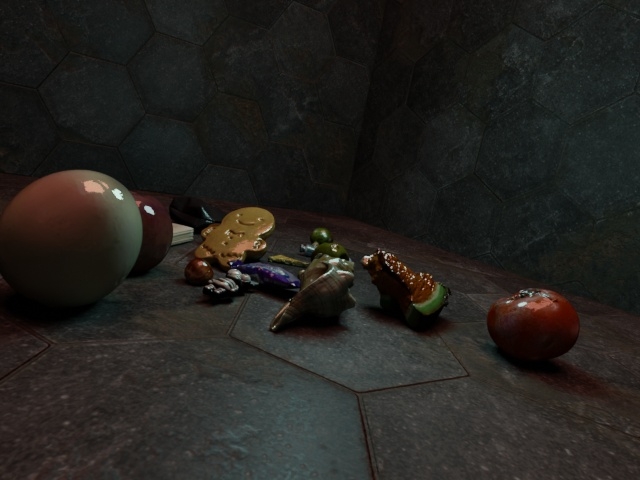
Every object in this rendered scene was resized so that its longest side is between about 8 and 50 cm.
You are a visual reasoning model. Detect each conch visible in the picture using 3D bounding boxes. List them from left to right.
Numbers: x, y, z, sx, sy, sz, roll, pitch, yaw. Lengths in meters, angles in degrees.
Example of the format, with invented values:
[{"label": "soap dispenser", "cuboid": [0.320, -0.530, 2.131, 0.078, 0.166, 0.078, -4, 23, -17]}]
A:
[{"label": "conch", "cuboid": [0.016, 0.147, 1.162, 0.170, 0.203, 0.386, 35, 35, -1]}]

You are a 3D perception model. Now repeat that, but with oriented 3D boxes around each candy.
[{"label": "candy", "cuboid": [-0.169, 0.114, 1.359, 0.276, 0.070, 0.145, 17, 1, 20]}]

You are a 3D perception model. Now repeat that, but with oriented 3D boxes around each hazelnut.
[{"label": "hazelnut", "cuboid": [-0.373, 0.095, 1.276, 0.086, 0.085, 0.086, 11, 9, -2]}]

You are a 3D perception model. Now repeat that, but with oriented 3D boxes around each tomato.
[{"label": "tomato", "cuboid": [0.582, 0.238, 1.157, 0.232, 0.188, 0.232, -19, -4, -1]}]

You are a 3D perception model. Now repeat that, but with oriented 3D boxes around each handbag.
[{"label": "handbag", "cuboid": [-0.571, -0.117, 2.136, 0.343, 0.152, 0.288, 20, 2, 43]}]

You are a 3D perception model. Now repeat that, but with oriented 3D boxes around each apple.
[{"label": "apple", "cuboid": [-0.605, -0.032, 1.276, 0.306, 0.234, 0.305, 10, 6, -1]}]

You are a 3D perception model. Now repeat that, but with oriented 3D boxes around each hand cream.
[{"label": "hand cream", "cuboid": [0.027, 0.069, 1.980, 0.256, 0.055, 0.088, 16, 13, -10]}]

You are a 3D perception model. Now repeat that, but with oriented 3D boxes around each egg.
[{"label": "egg", "cuboid": [-0.548, -0.009, 0.933, 0.283, 0.345, 0.282, 31, 32, -22]}]

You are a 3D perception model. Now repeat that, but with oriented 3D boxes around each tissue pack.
[{"label": "tissue pack", "cuboid": [-0.655, -0.024, 1.659, 0.170, 0.071, 0.325, 11, 9, 10]}]

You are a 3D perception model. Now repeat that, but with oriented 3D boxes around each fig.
[{"label": "fig", "cuboid": [0.044, 0.073, 1.664, 0.144, 0.154, 0.165, -34, -12, -21]}]

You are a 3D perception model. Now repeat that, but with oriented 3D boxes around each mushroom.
[{"label": "mushroom", "cuboid": [-0.035, 0.106, 1.383, 0.043, 0.068, 0.306, -18, -9, -16]}]

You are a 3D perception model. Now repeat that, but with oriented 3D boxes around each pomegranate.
[{"label": "pomegranate", "cuboid": [0.005, -0.003, 2.186, 0.131, 0.130, 0.130, 11, 9, -2]}]

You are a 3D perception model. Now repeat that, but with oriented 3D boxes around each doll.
[{"label": "doll", "cuboid": [-0.261, 0.128, 1.220, 0.091, 0.067, 0.219, 17, 9, 17]}]

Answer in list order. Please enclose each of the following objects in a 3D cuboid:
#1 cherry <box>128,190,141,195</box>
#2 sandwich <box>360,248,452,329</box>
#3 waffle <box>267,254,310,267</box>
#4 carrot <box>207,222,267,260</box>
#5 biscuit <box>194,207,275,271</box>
[{"label": "cherry", "cuboid": [-0.812, -0.116, 1.736, 0.192, 0.175, 0.249, 25, 9, 3]}, {"label": "sandwich", "cuboid": [0.248, 0.157, 1.345, 0.301, 0.162, 0.250, 43, 30, 9]}, {"label": "waffle", "cuboid": [-0.130, 0.091, 1.723, 0.153, 0.023, 0.098, 16, 12, 25]}, {"label": "carrot", "cuboid": [-0.349, -0.005, 1.725, 0.302, 0.138, 0.139, 15, 10, 32]}, {"label": "biscuit", "cuboid": [-0.311, -0.021, 1.584, 0.276, 0.052, 0.354, 17, 43, 21]}]
